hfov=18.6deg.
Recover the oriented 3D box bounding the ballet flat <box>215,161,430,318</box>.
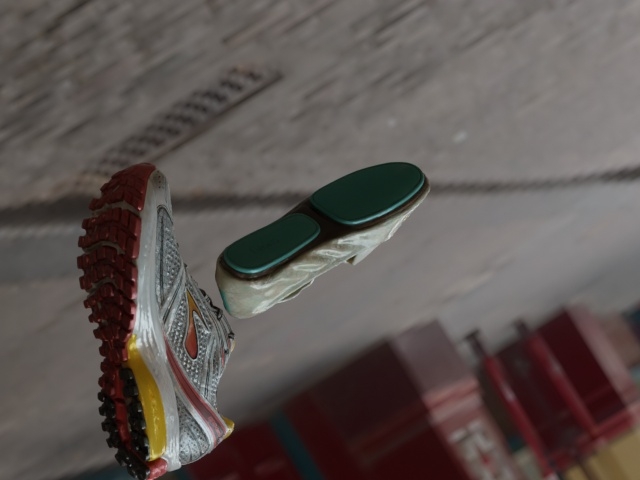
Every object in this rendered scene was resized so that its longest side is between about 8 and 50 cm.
[{"bbox_3d":[0.000,0.000,1.286,0.168,0.057,0.052,-26,136,-26],"label":"ballet flat"}]

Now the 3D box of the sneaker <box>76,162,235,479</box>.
[{"bbox_3d":[-0.113,0.053,1.393,0.093,0.225,0.088,-15,-161,-31],"label":"sneaker"}]
